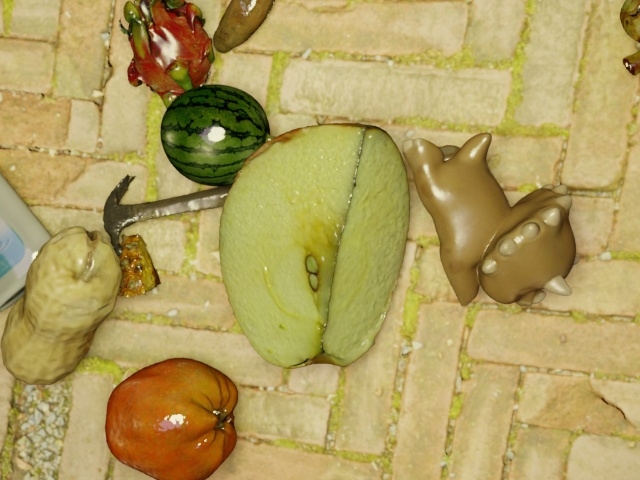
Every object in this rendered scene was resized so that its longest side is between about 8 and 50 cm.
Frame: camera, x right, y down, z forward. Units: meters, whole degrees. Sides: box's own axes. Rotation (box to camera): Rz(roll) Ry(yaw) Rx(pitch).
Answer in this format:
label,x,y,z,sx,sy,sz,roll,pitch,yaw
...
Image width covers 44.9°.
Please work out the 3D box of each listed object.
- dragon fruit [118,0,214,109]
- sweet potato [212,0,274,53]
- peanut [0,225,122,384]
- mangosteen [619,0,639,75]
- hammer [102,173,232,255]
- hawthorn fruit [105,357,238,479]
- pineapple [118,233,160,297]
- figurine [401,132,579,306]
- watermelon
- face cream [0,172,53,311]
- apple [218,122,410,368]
label,x,y,z,sx,sy,sz,roll,pitch,yaw
dragon fruit,-0.223,-0.279,1.072,0.139,0.175,0.142,-27,56,1
sweet potato,-0.074,-0.381,1.060,0.075,0.075,0.273,24,102,4
peanut,-0.362,0.095,1.081,0.130,0.130,0.290,41,127,2
mangosteen,0.469,-0.276,0.962,0.200,0.200,0.199,1,95,7
hammer,-0.164,-0.057,1.104,0.298,0.027,0.125,-10,68,3
hawthorn fruit,-0.208,0.250,1.082,0.189,0.189,0.189,1,95,7
pineapple,-0.286,0.054,1.134,0.114,0.077,0.114,-27,57,19
figurine,0.238,-0.033,0.997,0.173,0.177,0.247,-18,85,27
watermelon,-0.121,-0.143,1.050,0.188,0.141,0.140,3,96,9
face cream,-0.537,-0.060,1.137,0.163,0.080,0.336,-38,90,9
apple,0.000,0.000,1.021,0.254,0.179,0.345,3,110,-15
